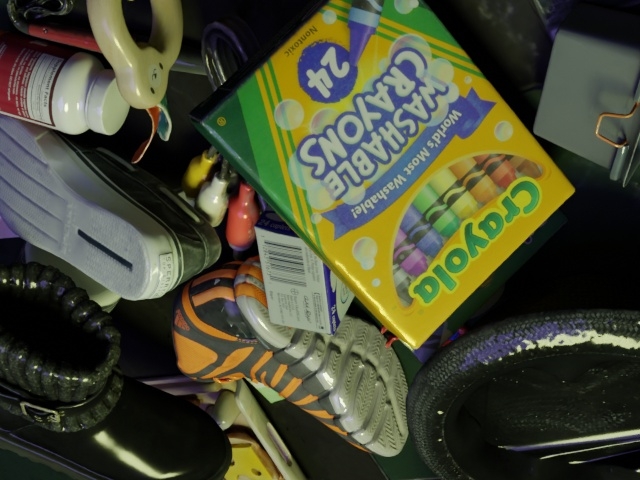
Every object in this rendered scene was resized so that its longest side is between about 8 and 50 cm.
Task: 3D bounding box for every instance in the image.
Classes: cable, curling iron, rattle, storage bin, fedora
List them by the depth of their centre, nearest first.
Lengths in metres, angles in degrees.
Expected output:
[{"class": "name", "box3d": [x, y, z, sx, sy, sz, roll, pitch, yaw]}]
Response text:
[{"class": "storage bin", "box3d": [0.229, -0.122, 0.832, 0.091, 0.098, 0.135, 23, 136, 21]}, {"class": "rattle", "box3d": [-0.122, -0.175, 0.913, 0.143, 0.130, 0.199, -6, 98, 8]}, {"class": "fedora", "box3d": [0.252, 0.133, 0.987, 0.334, 0.152, 0.334, 5, 130, 6]}, {"class": "cable", "box3d": [-0.084, -0.081, 0.996, 0.139, 0.072, 0.287, 47, 155, 21]}, {"class": "curling iron", "box3d": [-0.188, -0.200, 1.002, 0.274, 0.035, 0.068, 21, 135, 9]}]

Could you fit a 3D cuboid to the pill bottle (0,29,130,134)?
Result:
[{"class": "pill bottle", "box3d": [-0.275, -0.158, 1.048, 0.152, 0.086, 0.086, 17, 134, 12]}]

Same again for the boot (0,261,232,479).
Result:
[{"class": "boot", "box3d": [-0.238, 0.170, 1.146, 0.348, 0.131, 0.260, 17, 139, -13]}]

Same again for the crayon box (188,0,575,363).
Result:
[{"class": "crayon box", "box3d": [0.073, -0.057, 0.886, 0.323, 0.203, 0.083, 47, 176, -18]}]

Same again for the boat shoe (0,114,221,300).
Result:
[{"class": "boat shoe", "box3d": [-0.244, -0.040, 1.102, 0.335, 0.119, 0.121, 36, 120, 30]}]

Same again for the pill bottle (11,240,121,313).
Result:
[{"class": "pill bottle", "box3d": [-0.336, 0.083, 1.262, 0.130, 0.130, 0.245, 37, 135, -8]}]

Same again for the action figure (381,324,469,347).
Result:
[{"class": "action figure", "box3d": [0.125, 0.109, 1.131, 0.115, 0.030, 0.038, -1, 123, 24]}]

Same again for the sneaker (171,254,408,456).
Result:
[{"class": "sneaker", "box3d": [-0.039, 0.137, 1.164, 0.180, 0.124, 0.321, -15, 126, 39]}]

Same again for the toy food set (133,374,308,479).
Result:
[{"class": "toy food set", "box3d": [-0.178, 0.294, 1.398, 0.306, 0.092, 0.219, -9, 124, 33]}]

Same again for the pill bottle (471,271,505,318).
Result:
[{"class": "pill bottle", "box3d": [0.118, 0.009, 1.008, 0.078, 0.078, 0.137, -22, 117, 38]}]

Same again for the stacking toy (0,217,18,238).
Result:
[{"class": "stacking toy", "box3d": [-0.506, -0.085, 1.250, 0.279, 0.130, 0.309, -22, 123, 9]}]

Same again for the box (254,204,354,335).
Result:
[{"class": "box", "box3d": [0.000, 0.000, 1.015, 0.072, 0.137, 0.126, 11, 133, 19]}]

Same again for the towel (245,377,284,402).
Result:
[{"class": "towel", "box3d": [-0.068, 0.136, 1.258, 0.113, 0.023, 0.152, -19, 121, 40]}]
